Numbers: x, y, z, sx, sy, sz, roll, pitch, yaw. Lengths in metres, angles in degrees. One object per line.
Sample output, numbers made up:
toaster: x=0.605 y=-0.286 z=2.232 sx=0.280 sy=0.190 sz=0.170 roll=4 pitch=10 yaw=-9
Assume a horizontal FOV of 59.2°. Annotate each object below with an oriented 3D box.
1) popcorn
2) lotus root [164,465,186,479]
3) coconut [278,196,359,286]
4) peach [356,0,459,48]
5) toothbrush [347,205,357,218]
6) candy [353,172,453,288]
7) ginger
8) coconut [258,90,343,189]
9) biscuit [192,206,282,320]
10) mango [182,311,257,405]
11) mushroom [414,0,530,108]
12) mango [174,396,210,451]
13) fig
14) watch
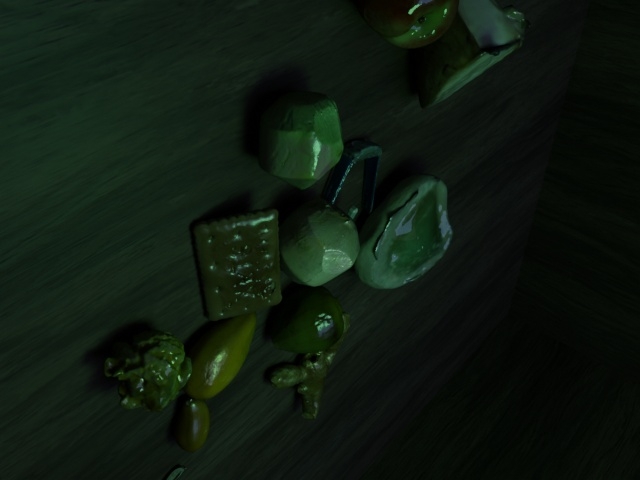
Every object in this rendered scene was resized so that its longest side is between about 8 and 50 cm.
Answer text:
popcorn: x=-0.400 y=0.298 z=1.307 sx=0.187 sy=0.167 sz=0.185 roll=-42 pitch=142 yaw=-21
lotus root: x=-0.442 y=0.711 z=1.700 sx=0.083 sy=0.030 sz=0.037 roll=-45 pitch=176 yaw=-16
coconut: x=-0.001 y=-0.002 z=1.526 sx=0.230 sy=0.227 sz=0.227 roll=-33 pitch=156 yaw=24
peach: x=0.208 y=-0.598 z=1.363 sx=0.252 sy=0.252 sz=0.252 roll=-33 pitch=139 yaw=-35
toothbrush: x=0.032 y=0.035 z=1.744 sx=0.030 sy=0.025 sz=0.342 roll=-21 pitch=144 yaw=-53
candy: x=0.273 y=-0.019 z=1.938 sx=0.427 sy=0.186 sz=0.386 roll=-41 pitch=135 yaw=-22
ginger: x=-0.011 y=0.442 z=2.010 sx=0.363 sy=0.122 sz=0.348 roll=-50 pitch=149 yaw=-25
coconut: x=-0.046 y=-0.228 z=1.335 sx=0.205 sy=0.235 sz=0.235 roll=-5 pitch=126 yaw=-11
biscuit: x=-0.201 y=0.069 z=1.435 sx=0.217 sy=0.044 sz=0.324 roll=-13 pitch=130 yaw=-19
mango: x=-0.273 y=0.308 z=1.539 sx=0.316 sy=0.119 sz=0.176 roll=-54 pitch=145 yaw=-24
mushroom: x=0.352 y=-0.567 z=1.608 sx=0.224 sy=0.313 sz=0.397 roll=-27 pitch=175 yaw=-25
mango: x=-0.365 y=0.516 z=1.606 sx=0.102 sy=0.085 sz=0.183 roll=-14 pitch=116 yaw=-43
fig: x=-0.038 y=0.250 z=1.722 sx=0.230 sy=0.207 sz=0.207 roll=-29 pitch=137 yaw=-26
watch: x=0.069 y=-0.155 z=1.683 sx=0.276 sy=0.068 sz=0.274 roll=-31 pitch=142 yaw=-38
